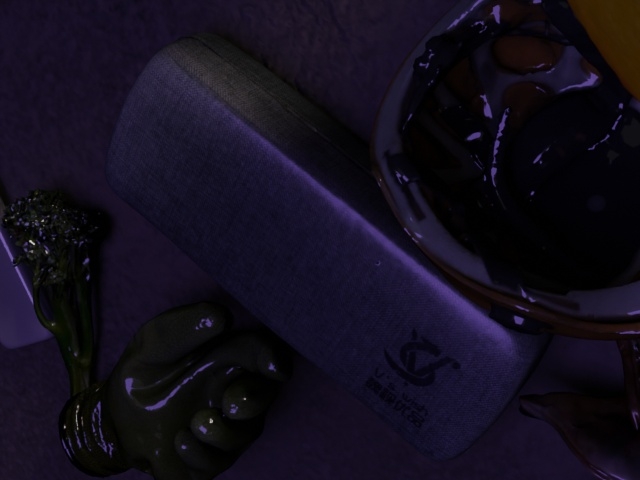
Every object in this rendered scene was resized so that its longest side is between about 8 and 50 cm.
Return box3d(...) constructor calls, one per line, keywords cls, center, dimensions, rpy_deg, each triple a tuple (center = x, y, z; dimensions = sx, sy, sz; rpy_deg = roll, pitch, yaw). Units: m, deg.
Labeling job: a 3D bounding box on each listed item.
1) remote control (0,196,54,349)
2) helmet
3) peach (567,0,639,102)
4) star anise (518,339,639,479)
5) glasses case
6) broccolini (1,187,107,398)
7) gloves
box3d(cls="remote control", center=(-0.286, -0.034, 1.019), dimensions=(0.067, 0.029, 0.261), rpy_deg=(-17, 102, 34))
box3d(cls="helmet", center=(0.141, -0.035, 0.673), dimensions=(0.224, 0.130, 0.198), rpy_deg=(29, 81, 19))
box3d(cls="peach", center=(0.268, -0.159, 0.486), dimensions=(0.306, 0.242, 0.380), rpy_deg=(-38, 74, -6))
box3d(cls="star anise", center=(0.241, 0.152, 0.727), dimensions=(0.288, 0.088, 0.288), rpy_deg=(20, 124, 32))
box3d(cls="glasses case", center=(0.000, 0.000, 0.824), dimensions=(0.323, 0.074, 0.131), rpy_deg=(39, 126, 12))
box3d(cls="broccolini", center=(-0.202, 0.058, 0.982), dimensions=(0.074, 0.058, 0.201), rpy_deg=(14, 115, 34))
box3d(cls="gloves", center=(-0.100, 0.119, 0.918), dimensions=(0.268, 0.107, 0.135), rpy_deg=(-22, 89, 53))
